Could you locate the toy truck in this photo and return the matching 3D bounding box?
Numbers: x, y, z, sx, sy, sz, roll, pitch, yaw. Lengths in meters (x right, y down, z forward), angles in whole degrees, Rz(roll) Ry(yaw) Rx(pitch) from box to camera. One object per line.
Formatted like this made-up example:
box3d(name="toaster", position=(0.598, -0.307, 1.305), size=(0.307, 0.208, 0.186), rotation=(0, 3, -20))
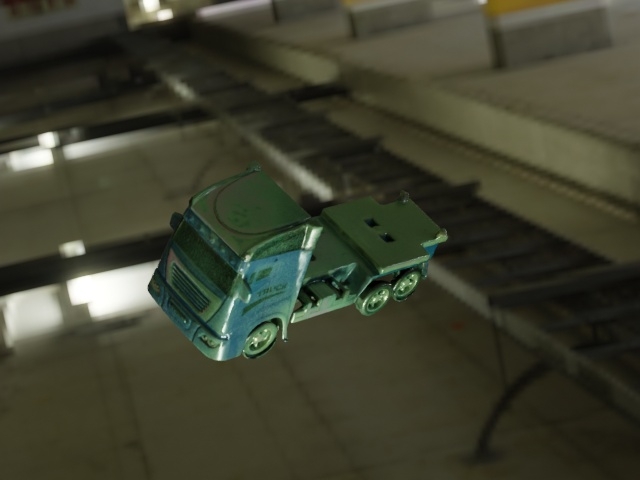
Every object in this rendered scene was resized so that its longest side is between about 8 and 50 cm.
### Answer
box3d(name="toy truck", position=(0.000, 0.000, 0.882), size=(0.175, 0.081, 0.067), rotation=(-16, -131, -42))
